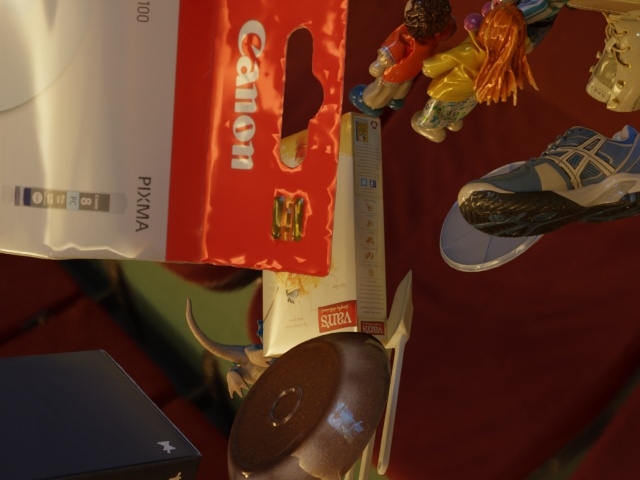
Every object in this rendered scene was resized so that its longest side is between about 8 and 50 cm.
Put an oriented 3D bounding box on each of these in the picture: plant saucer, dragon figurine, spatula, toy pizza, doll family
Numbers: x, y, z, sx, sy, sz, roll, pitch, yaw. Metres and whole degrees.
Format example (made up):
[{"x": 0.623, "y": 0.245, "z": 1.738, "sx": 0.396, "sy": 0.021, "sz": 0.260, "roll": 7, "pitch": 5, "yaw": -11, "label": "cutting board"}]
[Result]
[{"x": -0.021, "y": 0.157, "z": 1.120, "sx": 0.036, "sy": 0.198, "sz": 0.198, "roll": 41, "pitch": 167, "yaw": -27, "label": "plant saucer"}, {"x": -0.068, "y": 0.167, "z": 1.692, "sx": 0.289, "sy": 0.085, "sz": 0.144, "roll": 30, "pitch": -165, "yaw": -7, "label": "dragon figurine"}, {"x": 0.056, "y": 0.163, "z": 1.274, "sx": 0.019, "sy": 0.242, "sz": 0.168, "roll": 20, "pitch": 138, "yaw": -8, "label": "spatula"}, {"x": 0.258, "y": -0.030, "z": 1.753, "sx": 0.032, "sy": 0.201, "sz": 0.201, "roll": 46, "pitch": 166, "yaw": -30, "label": "toy pizza"}, {"x": 0.156, "y": -0.175, "z": 1.040, "sx": 0.118, "sy": 0.263, "sz": 0.163, "roll": 46, "pitch": 146, "yaw": 8, "label": "doll family"}]

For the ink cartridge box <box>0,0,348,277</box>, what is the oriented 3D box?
[{"x": -0.167, "y": -0.132, "z": 1.081, "sx": 0.385, "sy": 0.091, "sz": 0.308, "roll": 6, "pitch": 94, "yaw": 29, "label": "ink cartridge box"}]

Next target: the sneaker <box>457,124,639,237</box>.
[{"x": 0.215, "y": -0.055, "z": 1.130, "sx": 0.080, "sy": 0.211, "sz": 0.081, "roll": 137, "pitch": 122, "yaw": -61, "label": "sneaker"}]

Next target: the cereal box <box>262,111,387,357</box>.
[{"x": 0.000, "y": 0.000, "z": 1.317, "sx": 0.173, "sy": 0.047, "sz": 0.240, "roll": -16, "pitch": 71, "yaw": 52, "label": "cereal box"}]

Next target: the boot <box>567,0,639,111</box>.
[{"x": 0.299, "y": -0.207, "z": 1.243, "sx": 0.165, "sy": 0.213, "sz": 0.077, "roll": 112, "pitch": 150, "yaw": -46, "label": "boot"}]

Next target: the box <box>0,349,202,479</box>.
[{"x": -0.311, "y": 0.272, "z": 0.991, "sx": 0.179, "sy": 0.343, "sz": 0.312, "roll": 38, "pitch": 118, "yaw": 41, "label": "box"}]
